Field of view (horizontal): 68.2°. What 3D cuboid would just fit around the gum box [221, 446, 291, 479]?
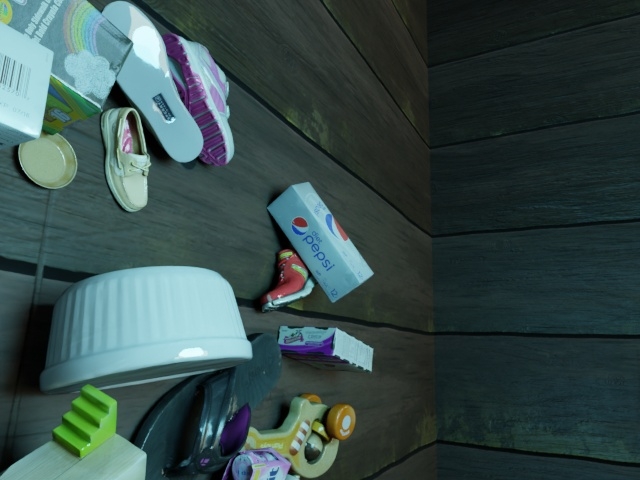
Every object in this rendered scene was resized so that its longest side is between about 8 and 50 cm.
[{"bbox_3d":[-0.139,0.485,0.888,0.107,0.062,0.188,25,87,-52],"label":"gum box"}]

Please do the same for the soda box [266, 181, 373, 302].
[{"bbox_3d":[0.000,0.000,1.149,0.286,0.098,0.091,55,28,7],"label":"soda box"}]

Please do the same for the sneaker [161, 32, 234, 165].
[{"bbox_3d":[-0.218,-0.271,0.913,0.111,0.103,0.252,-44,125,-54],"label":"sneaker"}]

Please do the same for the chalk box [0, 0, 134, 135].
[{"bbox_3d":[-0.374,-0.255,0.581,0.213,0.132,0.132,39,52,-45],"label":"chalk box"}]

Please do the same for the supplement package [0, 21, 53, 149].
[{"bbox_3d":[-0.388,-0.156,0.492,0.105,0.180,0.105,22,66,-59],"label":"supplement package"}]

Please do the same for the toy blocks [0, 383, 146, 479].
[{"bbox_3d":[-0.322,0.386,0.491,0.261,0.191,0.380,-28,135,-59],"label":"toy blocks"}]

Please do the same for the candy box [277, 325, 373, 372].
[{"bbox_3d":[0.017,0.278,1.197,0.233,0.159,0.071,42,50,-53],"label":"candy box"}]

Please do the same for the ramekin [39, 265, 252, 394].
[{"bbox_3d":[-0.236,0.125,0.657,0.273,0.273,0.127,21,54,-59],"label":"ramekin"}]

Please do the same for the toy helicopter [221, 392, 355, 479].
[{"bbox_3d":[-0.080,0.471,1.057,0.355,0.140,0.234,23,74,-47],"label":"toy helicopter"}]

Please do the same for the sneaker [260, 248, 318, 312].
[{"bbox_3d":[-0.078,0.083,1.149,0.118,0.107,0.279,61,29,-5],"label":"sneaker"}]

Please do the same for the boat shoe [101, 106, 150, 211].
[{"bbox_3d":[-0.308,-0.132,0.765,0.063,0.059,0.169,-25,107,-61],"label":"boat shoe"}]

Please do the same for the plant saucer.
[{"bbox_3d":[-0.385,-0.114,0.664,0.083,0.015,0.083,18,69,-59],"label":"plant saucer"}]

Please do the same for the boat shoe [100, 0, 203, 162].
[{"bbox_3d":[-0.286,-0.259,0.796,0.096,0.088,0.267,-39,129,-17],"label":"boat shoe"}]

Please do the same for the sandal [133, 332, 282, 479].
[{"bbox_3d":[-0.178,0.310,0.880,0.446,0.107,0.167,-43,122,-56],"label":"sandal"}]
